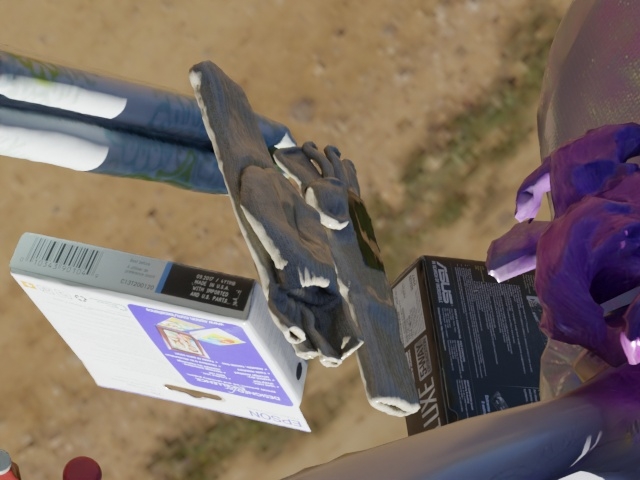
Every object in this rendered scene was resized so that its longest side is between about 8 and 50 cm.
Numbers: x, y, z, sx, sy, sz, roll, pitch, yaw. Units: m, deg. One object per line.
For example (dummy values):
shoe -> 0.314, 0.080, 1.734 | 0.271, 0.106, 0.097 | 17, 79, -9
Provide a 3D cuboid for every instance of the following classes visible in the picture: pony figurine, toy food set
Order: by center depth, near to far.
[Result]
pony figurine -> 0.101, 0.069, 0.590 | 0.363, 0.303, 0.351 | -25, 165, -43
toy food set -> -0.293, 0.267, 1.894 | 0.232, 0.111, 0.104 | -9, 157, -11

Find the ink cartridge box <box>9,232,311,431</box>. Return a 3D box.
ink cartridge box -> -0.119, 0.075, 1.541 | 0.208, 0.206, 0.045 | 65, 40, -57

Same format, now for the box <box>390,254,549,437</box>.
box -> 0.197, 0.170, 1.651 | 0.242, 0.307, 0.076 | 6, 149, -26

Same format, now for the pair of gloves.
pair of gloves -> 0.000, 0.000, 1.252 | 0.042, 0.204, 0.240 | -26, 153, 14

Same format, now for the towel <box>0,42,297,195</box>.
towel -> -0.250, -0.113, 1.595 | 0.374, 0.320, 0.090 | 9, 98, -52
